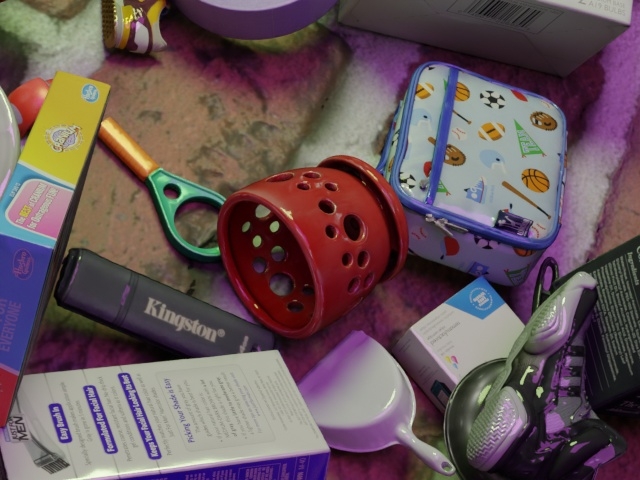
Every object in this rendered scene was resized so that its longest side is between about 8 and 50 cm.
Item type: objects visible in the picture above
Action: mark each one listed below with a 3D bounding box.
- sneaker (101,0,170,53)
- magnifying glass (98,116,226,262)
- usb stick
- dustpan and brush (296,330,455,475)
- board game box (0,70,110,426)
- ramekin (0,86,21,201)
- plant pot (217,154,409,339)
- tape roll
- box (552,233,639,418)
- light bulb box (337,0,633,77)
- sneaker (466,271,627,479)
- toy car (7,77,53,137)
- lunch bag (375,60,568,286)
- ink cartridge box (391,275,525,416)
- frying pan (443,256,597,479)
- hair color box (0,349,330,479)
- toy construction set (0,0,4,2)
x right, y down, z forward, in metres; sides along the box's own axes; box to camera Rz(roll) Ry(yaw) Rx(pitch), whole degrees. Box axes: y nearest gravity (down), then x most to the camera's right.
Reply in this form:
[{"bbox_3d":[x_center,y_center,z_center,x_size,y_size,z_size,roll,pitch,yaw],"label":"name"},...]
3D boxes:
[{"bbox_3d":[-0.240,-0.327,1.884,0.084,0.069,0.185,8,66,-24],"label":"sneaker"},{"bbox_3d":[-0.191,-0.065,1.776,0.231,0.026,0.092,44,58,9],"label":"magnifying glass"},{"bbox_3d":[-0.175,0.090,1.651,0.278,0.045,0.077,26,59,-20],"label":"usb stick"},{"bbox_3d":[0.073,0.208,1.669,0.147,0.060,0.211,-42,46,-21],"label":"dustpan and brush"},{"bbox_3d":[-0.304,0.001,1.510,0.064,0.242,0.316,17,33,-8],"label":"board game box"},{"bbox_3d":[-0.459,-0.076,1.593,0.273,0.127,0.272,0,72,0],"label":"ramekin"},{"bbox_3d":[0.000,0.000,1.710,0.174,0.191,0.191,-26,73,-32],"label":"plant pot"},{"bbox_3d":[-0.088,-0.406,1.882,0.275,0.090,0.274,0,72,1],"label":"tape roll"},{"bbox_3d":[0.517,0.085,1.706,0.343,0.312,0.178,10,57,-38],"label":"box"},{"bbox_3d":[0.238,-0.459,1.974,0.358,0.225,0.361,11,74,-14],"label":"light bulb box"},{"bbox_3d":[0.282,0.173,1.618,0.153,0.101,0.268,33,66,-1],"label":"sneaker"},{"bbox_3d":[-0.404,-0.114,1.713,0.239,0.053,0.224,4,61,-16],"label":"toy car"},{"bbox_3d":[0.189,-0.090,1.841,0.243,0.115,0.303,21,46,-6],"label":"lunch bag"},{"bbox_3d":[0.214,0.176,1.750,0.134,0.078,0.231,-34,78,-30],"label":"ink cartridge box"},{"bbox_3d":[0.276,0.181,1.696,0.197,0.053,0.326,38,62,2],"label":"frying pan"},{"bbox_3d":[-0.181,0.224,1.533,0.339,0.110,0.185,-3,33,-21],"label":"hair color box"},{"bbox_3d":[-0.337,-0.439,1.735,0.257,0.309,0.237,-43,124,-38],"label":"toy construction set"}]
